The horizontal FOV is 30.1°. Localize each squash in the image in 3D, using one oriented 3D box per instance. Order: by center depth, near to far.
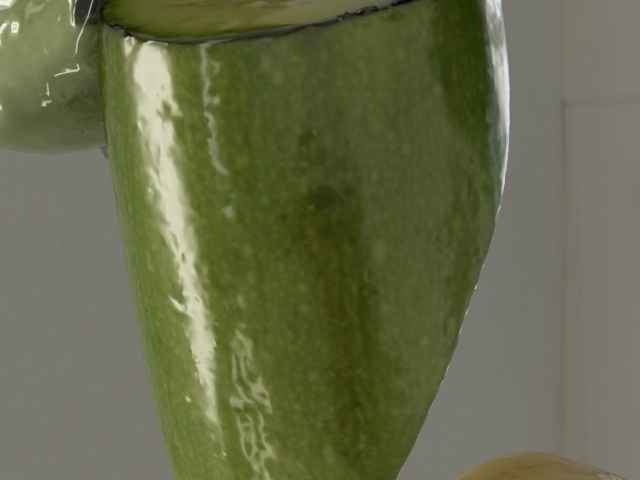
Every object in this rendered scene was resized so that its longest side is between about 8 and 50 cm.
[{"bbox_3d":[0.000,0.000,0.554,0.189,0.189,0.261,-40,-52,-49],"label":"squash"}]

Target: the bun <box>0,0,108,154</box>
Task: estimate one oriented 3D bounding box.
[{"bbox_3d":[-0.127,-0.182,0.707,0.179,0.283,0.283,11,-99,-54],"label":"bun"}]

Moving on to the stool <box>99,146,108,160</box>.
[{"bbox_3d":[-0.050,-0.142,1.142,0.297,0.330,0.297,-10,-73,-38],"label":"stool"}]

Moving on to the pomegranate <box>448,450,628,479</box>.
[{"bbox_3d":[0.189,0.354,1.030,0.342,0.342,0.343,-1,-89,-56],"label":"pomegranate"}]
